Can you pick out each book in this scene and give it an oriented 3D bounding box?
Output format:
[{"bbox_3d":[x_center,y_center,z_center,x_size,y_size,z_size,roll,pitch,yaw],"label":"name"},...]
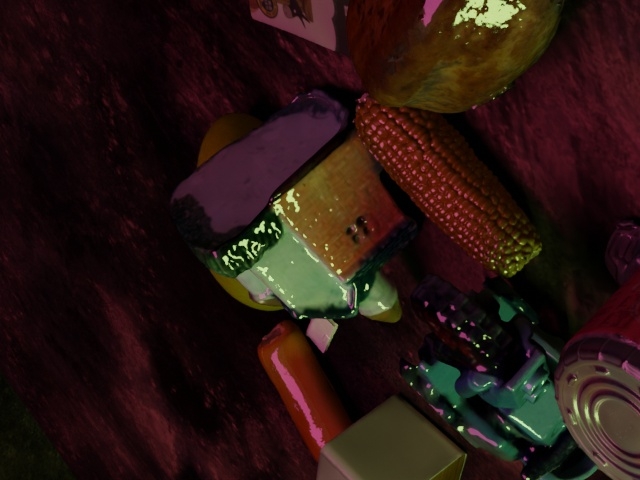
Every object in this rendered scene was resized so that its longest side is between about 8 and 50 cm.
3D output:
[{"bbox_3d":[-0.003,-0.311,1.548,0.264,0.027,0.202,28,140,40],"label":"book"}]

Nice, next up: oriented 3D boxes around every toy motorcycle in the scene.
[{"bbox_3d":[0.215,0.154,1.502,0.232,0.172,0.416,40,173,20],"label":"toy motorcycle"}]

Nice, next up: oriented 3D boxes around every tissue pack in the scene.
[{"bbox_3d":[0.089,0.361,1.941,0.136,0.159,0.246,42,148,26],"label":"tissue pack"}]

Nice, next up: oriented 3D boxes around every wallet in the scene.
[{"bbox_3d":[0.001,0.130,1.989,0.044,0.011,0.083,46,149,16],"label":"wallet"}]

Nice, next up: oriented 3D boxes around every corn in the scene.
[{"bbox_3d":[0.139,-0.069,1.514,0.260,0.091,0.091,48,131,8],"label":"corn"}]

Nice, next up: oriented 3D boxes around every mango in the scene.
[{"bbox_3d":[-0.081,-0.028,1.821,0.185,0.149,0.273,30,137,42],"label":"mango"}]

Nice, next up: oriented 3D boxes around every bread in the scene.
[{"bbox_3d":[-0.019,0.236,2.057,0.239,0.074,0.092,61,163,-8],"label":"bread"}]

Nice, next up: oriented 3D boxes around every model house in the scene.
[{"bbox_3d":[0.000,0.000,1.679,0.291,0.253,0.184,51,176,-28],"label":"model house"}]

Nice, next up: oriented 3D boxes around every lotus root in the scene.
[{"bbox_3d":[0.130,-0.221,1.317,0.193,0.193,0.291,52,147,8],"label":"lotus root"}]

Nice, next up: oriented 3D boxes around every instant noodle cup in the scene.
[{"bbox_3d":[0.344,0.133,1.319,0.302,0.182,0.258,36,146,32],"label":"instant noodle cup"}]
